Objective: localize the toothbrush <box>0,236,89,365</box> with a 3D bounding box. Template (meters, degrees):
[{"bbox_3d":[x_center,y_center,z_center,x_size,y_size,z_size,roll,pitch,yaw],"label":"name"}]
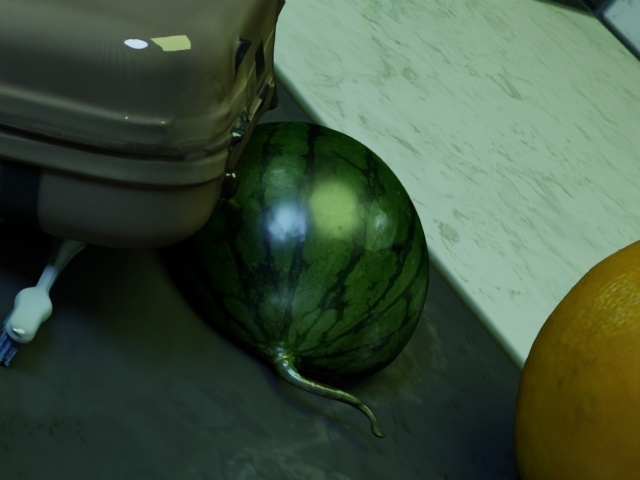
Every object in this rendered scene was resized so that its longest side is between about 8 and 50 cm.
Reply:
[{"bbox_3d":[-0.157,-0.013,0.836,0.030,0.030,0.304,34,26,-13],"label":"toothbrush"}]

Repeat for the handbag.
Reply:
[{"bbox_3d":[-0.170,-0.125,0.830,0.283,0.149,0.302,12,28,2],"label":"handbag"}]

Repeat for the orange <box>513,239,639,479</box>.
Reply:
[{"bbox_3d":[0.292,0.135,0.906,0.312,0.312,0.312,32,27,-18],"label":"orange"}]

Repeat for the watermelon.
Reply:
[{"bbox_3d":[-0.001,-0.005,0.928,0.204,0.127,0.232,34,29,-11],"label":"watermelon"}]
